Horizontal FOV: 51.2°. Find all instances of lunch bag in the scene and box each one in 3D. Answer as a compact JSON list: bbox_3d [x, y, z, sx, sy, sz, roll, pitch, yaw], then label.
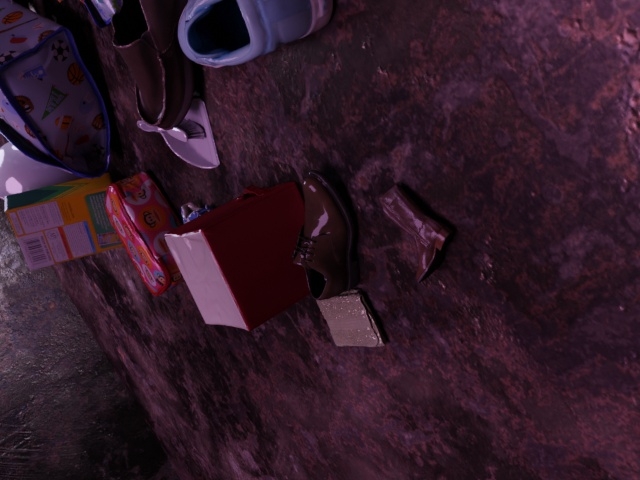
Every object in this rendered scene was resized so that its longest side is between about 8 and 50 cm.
[{"bbox_3d":[-0.435,-0.011,1.697,0.293,0.120,0.258,60,154,2],"label":"lunch bag"},{"bbox_3d":[-0.698,-0.349,1.646,0.328,0.239,0.385,34,156,33],"label":"lunch bag"},{"bbox_3d":[-0.404,-0.474,1.248,0.151,0.096,0.128,11,131,57],"label":"lunch bag"}]

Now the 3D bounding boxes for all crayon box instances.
[{"bbox_3d":[-0.652,-0.058,1.809,0.083,0.323,0.203,-122,22,-48],"label":"crayon box"}]

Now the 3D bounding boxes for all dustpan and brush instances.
[{"bbox_3d":[-0.297,-0.224,1.342,0.211,0.060,0.147,25,135,45],"label":"dustpan and brush"}]

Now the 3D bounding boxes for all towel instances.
[{"bbox_3d":[0.050,0.139,1.171,0.148,0.027,0.110,-14,103,59],"label":"towel"}]

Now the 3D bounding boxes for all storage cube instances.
[{"bbox_3d":[-0.127,0.026,1.173,0.184,0.193,0.214,-3,114,57],"label":"storage cube"}]

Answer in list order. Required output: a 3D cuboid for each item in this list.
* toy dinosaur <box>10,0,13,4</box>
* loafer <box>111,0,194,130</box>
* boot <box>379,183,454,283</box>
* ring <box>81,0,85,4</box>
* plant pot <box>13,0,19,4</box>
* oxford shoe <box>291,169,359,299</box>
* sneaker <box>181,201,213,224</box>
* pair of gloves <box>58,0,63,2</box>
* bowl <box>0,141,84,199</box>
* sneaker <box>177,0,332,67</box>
[{"bbox_3d":[-0.709,-0.695,1.463,0.161,0.121,0.313,-9,108,26],"label":"toy dinosaur"},{"bbox_3d":[-0.306,-0.349,1.155,0.134,0.130,0.365,41,141,31],"label":"loafer"},{"bbox_3d":[0.121,-0.010,0.921,0.114,0.037,0.106,41,132,24],"label":"boot"},{"bbox_3d":[-0.514,-0.634,1.340,0.337,0.032,0.336,36,142,35],"label":"ring"},{"bbox_3d":[-0.884,-0.539,1.770,0.204,0.291,0.290,22,136,24],"label":"plant pot"},{"bbox_3d":[0.000,0.000,1.057,0.083,0.096,0.227,24,133,49],"label":"oxford shoe"},{"bbox_3d":[-0.238,-0.025,1.409,0.211,0.080,0.081,17,132,49],"label":"sneaker"},{"bbox_3d":[-0.612,-0.594,1.545,0.074,0.010,0.083,0,116,57],"label":"pair of gloves"},{"bbox_3d":[-0.779,-0.222,1.878,0.298,0.298,0.134,38,128,34],"label":"bowl"},{"bbox_3d":[-0.147,-0.311,0.948,0.366,0.150,0.135,3,117,56],"label":"sneaker"}]
